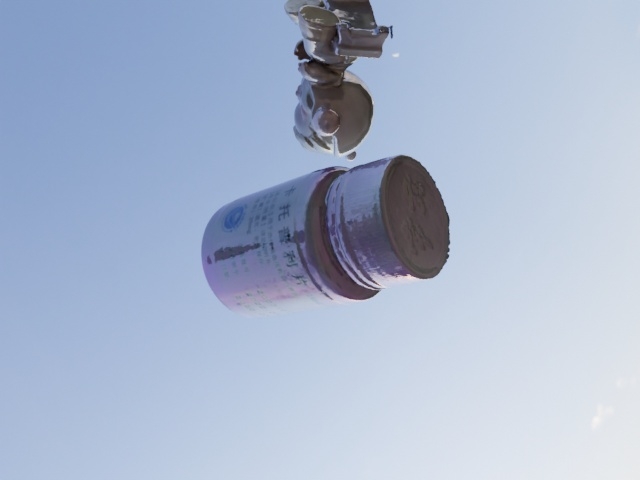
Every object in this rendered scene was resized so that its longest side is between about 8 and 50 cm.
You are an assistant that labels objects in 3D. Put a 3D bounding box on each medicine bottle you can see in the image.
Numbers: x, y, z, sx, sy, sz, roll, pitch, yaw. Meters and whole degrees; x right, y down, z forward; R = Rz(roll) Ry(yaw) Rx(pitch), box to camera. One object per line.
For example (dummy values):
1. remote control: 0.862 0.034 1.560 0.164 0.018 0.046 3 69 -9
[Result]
1. medicine bottle: 0.000 0.000 0.652 0.152 0.255 0.151 20 -117 -45

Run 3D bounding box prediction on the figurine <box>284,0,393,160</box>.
1. figurine: 0.023 -0.224 0.847 0.145 0.182 0.256 -19 -35 -20
